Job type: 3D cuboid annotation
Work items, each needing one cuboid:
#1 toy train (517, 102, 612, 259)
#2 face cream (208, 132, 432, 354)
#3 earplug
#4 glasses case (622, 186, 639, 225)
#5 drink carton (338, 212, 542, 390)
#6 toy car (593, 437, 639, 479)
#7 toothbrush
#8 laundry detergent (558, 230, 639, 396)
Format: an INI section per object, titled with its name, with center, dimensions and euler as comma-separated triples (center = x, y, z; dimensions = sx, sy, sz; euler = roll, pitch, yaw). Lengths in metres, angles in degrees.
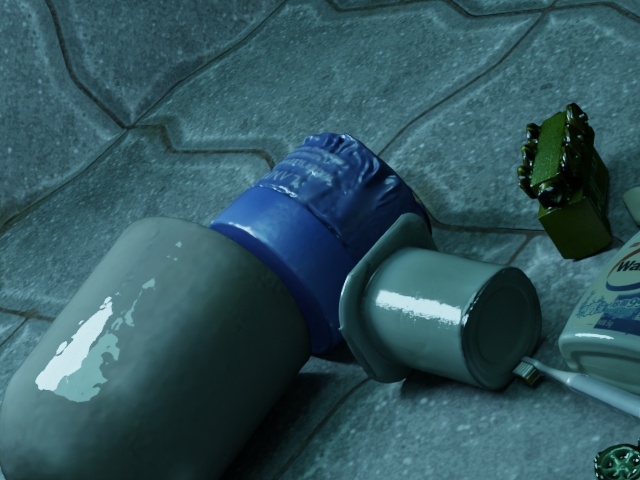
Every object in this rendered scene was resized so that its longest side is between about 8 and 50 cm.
[toy train]
center = 0.333, -0.086, 1.872
dimensions = 0.090, 0.137, 0.225
euler = -25, 23, 28
[face cream]
center = 0.000, 0.000, 1.976
dimensions = 0.225, 0.249, 0.249
euler = -43, 27, -25
[earplug]
center = -0.233, 0.208, 1.831
dimensions = 0.312, 0.312, 0.394
euler = -5, 41, 45
[glasses case]
center = 0.418, -0.046, 1.830
dimensions = 0.032, 0.021, 0.083
euler = -29, 26, 11
[drink carton]
center = 0.157, 0.098, 1.732
dimensions = 0.189, 0.185, 0.191
euler = 16, 52, 44
[toy car]
center = 0.376, 0.204, 1.325
dimensions = 0.306, 0.136, 0.125
euler = -43, 41, -21
[toothbrush]
center = 0.286, 0.162, 1.526
dimensions = 0.030, 0.025, 0.342
euler = -46, 13, -9
[laundry detergent]
center = 0.416, 0.054, 1.569
dimensions = 0.280, 0.105, 0.215
euler = -45, 27, -26
